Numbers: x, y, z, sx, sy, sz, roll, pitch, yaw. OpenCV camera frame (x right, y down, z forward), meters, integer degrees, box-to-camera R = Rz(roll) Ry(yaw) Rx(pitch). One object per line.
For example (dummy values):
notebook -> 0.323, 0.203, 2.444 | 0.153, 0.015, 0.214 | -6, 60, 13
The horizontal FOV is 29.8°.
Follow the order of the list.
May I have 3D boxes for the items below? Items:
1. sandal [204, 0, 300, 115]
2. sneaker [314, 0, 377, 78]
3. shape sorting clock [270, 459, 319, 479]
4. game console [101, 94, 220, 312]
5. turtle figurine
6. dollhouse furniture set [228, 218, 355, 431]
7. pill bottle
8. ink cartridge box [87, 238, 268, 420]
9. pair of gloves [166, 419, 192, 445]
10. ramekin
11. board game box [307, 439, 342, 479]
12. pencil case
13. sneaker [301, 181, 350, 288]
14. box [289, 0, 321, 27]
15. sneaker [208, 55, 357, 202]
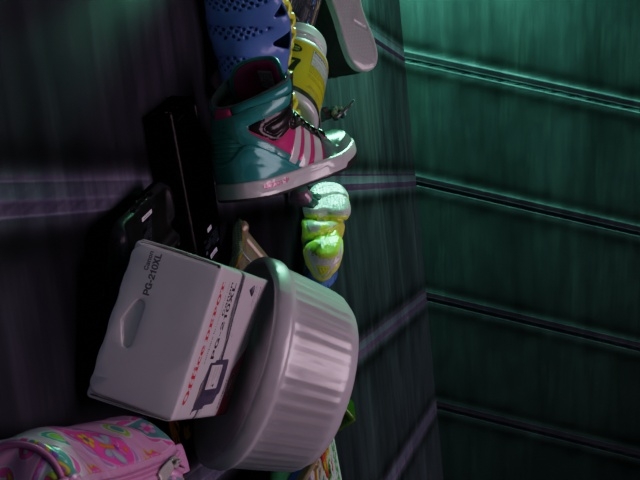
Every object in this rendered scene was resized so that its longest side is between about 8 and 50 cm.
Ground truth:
sandal -> -0.099, -0.244, 1.729 | 0.138, 0.126, 0.317 | -71, 154, -50
sneaker -> 0.006, -0.439, 2.257 | 0.104, 0.147, 0.296 | -10, 85, -39
shape sorting clock -> -0.027, 0.337, 1.878 | 0.206, 0.040, 0.206 | -57, -167, 20
game console -> -0.192, -0.037, 1.432 | 0.361, 0.043, 0.213 | -62, 146, -68
turtle figurine -> -0.019, -0.178, 2.084 | 0.234, 0.118, 0.175 | 96, 17, -47
dollhouse furniture set -> -0.093, 0.152, 1.790 | 0.301, 0.151, 0.198 | 52, 15, -27
pill bottle -> -0.050, -0.254, 1.942 | 0.208, 0.119, 0.119 | -81, 163, -46
ink cartridge box -> -0.150, 0.102, 1.328 | 0.237, 0.100, 0.172 | 32, 76, -79
pair of gloves -> -0.177, 0.227, 1.514 | 0.083, 0.010, 0.074 | -60, 145, -70
ramekin -> -0.054, 0.165, 1.508 | 0.273, 0.127, 0.273 | -163, -90, -72
board game box -> -0.009, 0.434, 2.140 | 0.193, 0.053, 0.305 | -74, 157, -57
pencil case -> -0.214, 0.222, 1.083 | 0.284, 0.124, 0.124 | 18, 69, -76
sneaker -> 0.000, 0.000, 2.255 | 0.240, 0.091, 0.126 | -79, 180, -48
box -> -0.031, -0.483, 2.084 | 0.183, 0.059, 0.233 | 11, 94, -76
sneaker -> -0.056, -0.167, 1.653 | 0.295, 0.123, 0.179 | -26, 111, -56
